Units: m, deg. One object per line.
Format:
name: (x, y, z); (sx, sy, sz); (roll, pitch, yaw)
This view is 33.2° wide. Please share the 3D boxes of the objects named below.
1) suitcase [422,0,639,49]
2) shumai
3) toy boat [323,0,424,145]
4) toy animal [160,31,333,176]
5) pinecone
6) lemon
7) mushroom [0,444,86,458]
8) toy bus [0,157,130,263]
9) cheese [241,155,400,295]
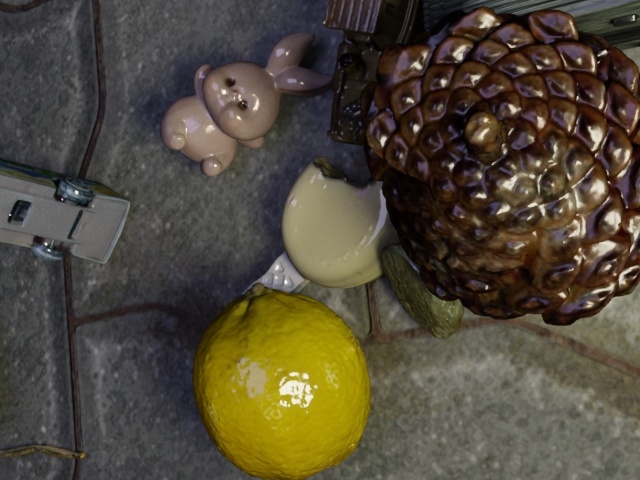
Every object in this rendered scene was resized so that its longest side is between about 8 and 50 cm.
suitcase: (0.249, -0.285, 1.073); (0.312, 0.128, 0.202); (-8, 78, 33)
shumai: (0.127, 0.036, 1.155); (0.087, 0.123, 0.099); (-36, 35, -17)
toy boat: (0.066, -0.264, 1.201); (0.089, 0.121, 0.321); (15, 93, 29)
toy animal: (-0.095, -0.175, 1.301); (0.212, 0.124, 0.124); (-35, 67, 30)
pinecone: (0.189, -0.065, 1.003); (0.298, 0.296, 0.242); (34, 70, 22)
lemon: (-0.042, 0.157, 1.175); (0.192, 0.192, 0.231); (-4, 108, 34)
mushroom: (-0.439, 0.300, 1.536); (0.286, 0.028, 0.026); (1, 43, 33)
toy bus: (-0.412, -0.058, 1.372); (0.136, 0.330, 0.109); (35, 104, 42)
cheese: (0.009, 0.016, 1.234); (0.163, 0.071, 0.248); (35, 104, 32)
